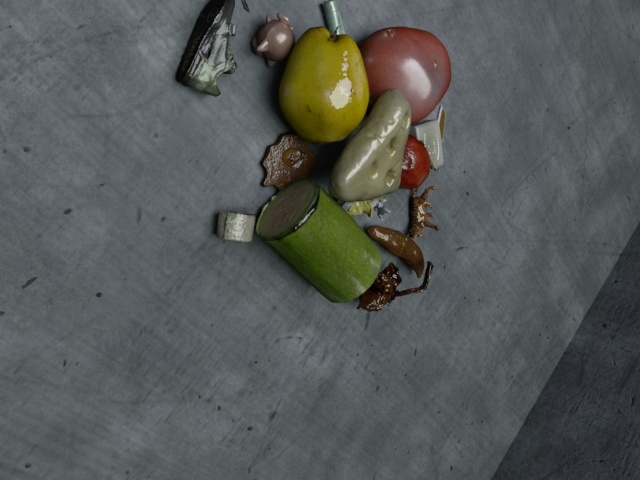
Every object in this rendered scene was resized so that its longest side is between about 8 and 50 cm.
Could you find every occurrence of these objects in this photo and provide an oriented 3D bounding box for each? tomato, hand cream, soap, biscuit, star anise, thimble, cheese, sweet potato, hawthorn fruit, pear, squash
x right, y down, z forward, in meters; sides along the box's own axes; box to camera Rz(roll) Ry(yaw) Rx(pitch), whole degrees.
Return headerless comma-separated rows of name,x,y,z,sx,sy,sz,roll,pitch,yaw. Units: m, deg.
tomato,0.280,-0.566,1.862,0.341,0.272,0.342,-9,106,-34
hand cream,0.056,-0.690,1.817,0.078,0.049,0.205,-37,124,-29
soap,0.408,-0.368,2.130,0.121,0.063,0.183,-23,112,-27
biscuit,-0.114,-0.247,1.804,0.215,0.034,0.182,-42,120,-18
star anise,0.274,0.165,2.090,0.346,0.148,0.238,-23,129,-8
thimble,-0.262,-0.046,1.701,0.115,0.102,0.090,1,101,-52
cheese,0.151,-0.280,1.715,0.328,0.129,0.351,-29,136,-41
sweet potato,0.311,0.021,2.129,0.354,0.095,0.106,38,81,-34
hawthorn fruit,0.305,-0.276,1.998,0.253,0.205,0.205,40,77,-45
pear,0.008,-0.464,1.679,0.285,0.284,0.337,-43,140,-20
squash,0.000,0.000,1.794,0.384,0.263,0.263,45,74,-37

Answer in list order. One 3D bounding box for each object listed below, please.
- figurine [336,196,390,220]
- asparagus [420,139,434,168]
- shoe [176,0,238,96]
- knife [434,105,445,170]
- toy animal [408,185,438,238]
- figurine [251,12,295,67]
figurine,0.150,-0.142,1.944,0.208,0.128,0.184,39,74,6
asparagus,0.405,-0.327,2.089,0.127,0.018,0.015,61,38,-28
shoe,-0.290,-0.550,1.570,0.149,0.109,0.293,28,87,-40
knife,0.476,-0.409,2.194,0.046,0.022,0.256,-1,101,-31
toy animal,0.391,-0.141,2.162,0.116,0.114,0.256,-8,103,0
figurine,-0.138,-0.605,1.659,0.125,0.125,0.138,33,94,-36
